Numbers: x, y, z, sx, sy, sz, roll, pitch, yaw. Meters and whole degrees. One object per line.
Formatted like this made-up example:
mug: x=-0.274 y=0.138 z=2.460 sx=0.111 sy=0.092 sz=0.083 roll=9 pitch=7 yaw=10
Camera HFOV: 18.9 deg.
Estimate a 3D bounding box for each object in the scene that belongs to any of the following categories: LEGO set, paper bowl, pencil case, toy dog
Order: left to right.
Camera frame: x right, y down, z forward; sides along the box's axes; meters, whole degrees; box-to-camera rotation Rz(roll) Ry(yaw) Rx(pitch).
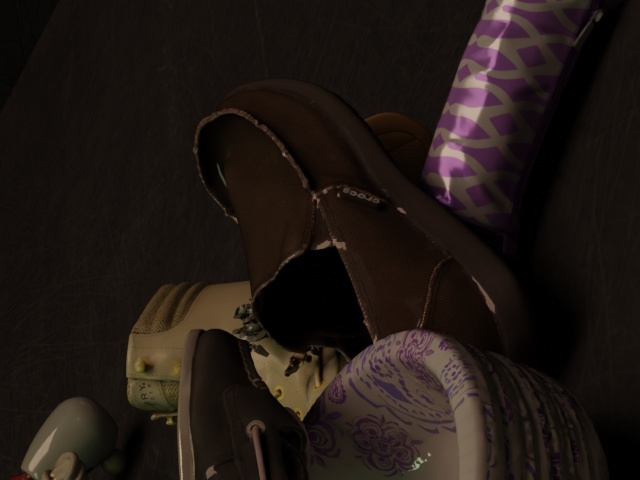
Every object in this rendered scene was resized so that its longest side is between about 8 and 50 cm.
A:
toy dog: x=-0.283 y=0.335 z=1.892 sx=0.333 sy=0.161 sz=0.220 roll=-48 pitch=22 yaw=9
LEGO set: x=-0.037 y=0.063 z=1.355 sx=0.083 sy=0.023 sz=0.054 roll=15 pitch=50 yaw=33
paper bowl: x=0.071 y=0.205 z=1.107 sx=0.284 sy=0.148 sz=0.284 roll=-50 pitch=27 yaw=37
pencil case: x=0.135 y=-0.096 z=1.350 sx=0.088 sy=0.086 sz=0.206 roll=21 pitch=89 yaw=25

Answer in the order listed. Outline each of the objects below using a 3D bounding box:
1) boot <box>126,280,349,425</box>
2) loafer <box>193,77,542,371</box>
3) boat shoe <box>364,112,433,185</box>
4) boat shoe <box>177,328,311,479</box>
boot: x=-0.042 y=0.117 z=1.384 sx=0.262 sy=0.203 sz=0.095 roll=-85 pitch=-16 yaw=-44
loafer: x=0.000 y=0.000 z=1.323 sx=0.366 sy=0.130 sz=0.134 roll=39 pitch=145 yaw=47
boat shoe: x=0.003 y=0.018 z=1.530 sx=0.277 sy=0.098 sz=0.096 roll=-60 pitch=2 yaw=11
boat shoe: x=-0.031 y=0.170 z=1.089 sx=0.335 sy=0.095 sz=0.112 roll=-93 pitch=-3 yaw=-54
